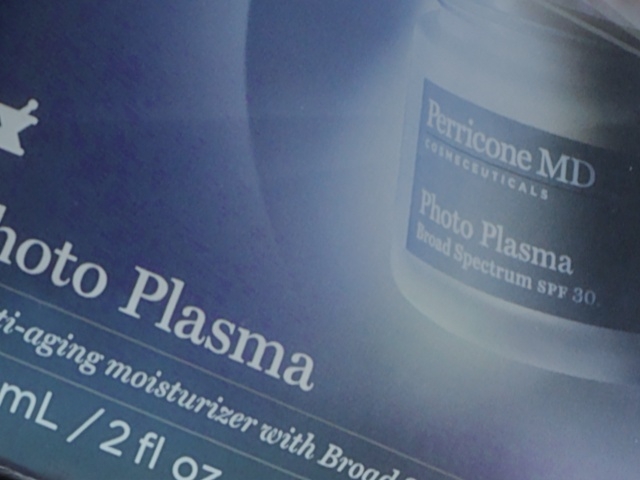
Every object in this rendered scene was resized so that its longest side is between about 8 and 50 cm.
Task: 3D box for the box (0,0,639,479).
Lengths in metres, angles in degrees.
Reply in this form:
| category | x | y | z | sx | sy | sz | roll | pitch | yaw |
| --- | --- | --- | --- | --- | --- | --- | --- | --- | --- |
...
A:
| category | x | y | z | sx | sy | sz | roll | pitch | yaw |
| --- | --- | --- | --- | --- | --- | --- | --- | --- | --- |
| box | 0.012 | -0.011 | 0.558 | 0.296 | 0.183 | 0.294 | 24 | 68 | -13 |
